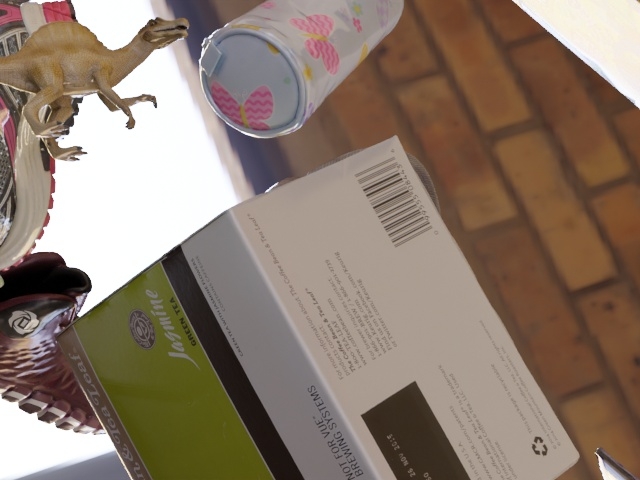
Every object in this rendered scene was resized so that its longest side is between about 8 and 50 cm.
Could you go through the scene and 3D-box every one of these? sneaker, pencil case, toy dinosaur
[{"bbox_3d":[-0.283,-0.090,1.358,0.299,0.112,0.121,113,-34,-43],"label":"sneaker"},{"bbox_3d":[-0.247,0.098,1.584,0.162,0.281,0.106,-42,-132,27],"label":"sneaker"},{"bbox_3d":[-0.015,-0.206,1.586,0.124,0.273,0.113,47,-52,-7],"label":"pencil case"},{"bbox_3d":[-0.172,-0.101,1.023,0.053,0.183,0.093,115,-36,-61],"label":"toy dinosaur"}]

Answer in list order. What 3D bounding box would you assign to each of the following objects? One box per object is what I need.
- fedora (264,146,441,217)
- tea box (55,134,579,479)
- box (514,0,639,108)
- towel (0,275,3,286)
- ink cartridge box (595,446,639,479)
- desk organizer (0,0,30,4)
[{"bbox_3d":[0.000,0.000,1.904,0.124,0.275,0.244,28,-27,46],"label":"fedora"},{"bbox_3d":[-0.013,0.138,1.412,0.323,0.220,0.329,-32,-94,47],"label":"tea box"},{"bbox_3d":[0.368,-0.288,1.734,0.279,0.177,0.290,43,-5,13],"label":"box"},{"bbox_3d":[-0.367,-0.073,1.059,0.248,0.038,0.325,-18,-69,51],"label":"towel"},{"bbox_3d":[0.290,0.232,0.761,0.371,0.069,0.176,37,-19,42],"label":"ink cartridge box"},{"bbox_3d":[-0.264,-0.272,1.506,0.130,0.047,0.050,-27,-113,29],"label":"desk organizer"}]
